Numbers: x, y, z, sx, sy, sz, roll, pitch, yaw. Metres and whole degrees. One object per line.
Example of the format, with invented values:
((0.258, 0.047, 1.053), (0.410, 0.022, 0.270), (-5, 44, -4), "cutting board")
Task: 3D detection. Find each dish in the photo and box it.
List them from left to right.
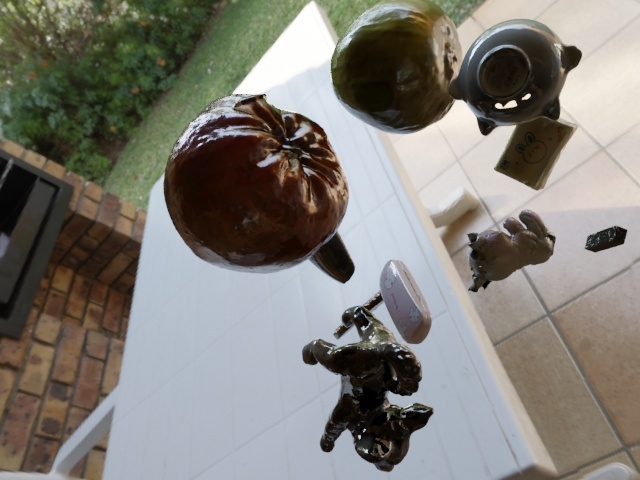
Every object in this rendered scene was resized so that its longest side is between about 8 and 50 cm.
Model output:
((0.365, -0.310, 0.943), (0.236, 0.228, 0.086), (-36, -5, 35), "dish")

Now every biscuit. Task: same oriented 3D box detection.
((0.169, 0.240, 1.741), (0.318, 0.318, 0.040), (-44, 77, 20), "biscuit")

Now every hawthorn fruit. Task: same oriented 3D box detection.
((-0.160, -0.098, 1.067), (0.402, 0.402, 0.403), (-32, 41, 33), "hawthorn fruit")

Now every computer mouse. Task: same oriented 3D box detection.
((-0.005, 0.002, 1.411), (0.116, 0.323, 0.183), (-30, 35, -1), "computer mouse")

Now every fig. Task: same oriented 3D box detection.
((0.177, -0.432, 1.230), (0.343, 0.343, 0.344), (-32, 41, 33), "fig")

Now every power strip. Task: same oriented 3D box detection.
((0.620, -0.002, 1.070), (0.111, 0.029, 0.038), (103, -172, -79), "power strip")

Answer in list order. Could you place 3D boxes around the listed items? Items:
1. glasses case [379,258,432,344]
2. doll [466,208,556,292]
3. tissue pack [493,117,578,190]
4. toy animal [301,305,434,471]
((0.240, 0.170, 1.418), (0.297, 0.075, 0.113), (-110, 37, -52), "glasses case")
((0.383, 0.025, 1.005), (0.191, 0.149, 0.095), (-20, 40, 5), "doll")
((0.600, -0.258, 1.379), (0.148, 0.092, 0.196), (35, 123, 28), "tissue pack")
((0.113, 0.340, 1.032), (0.302, 0.194, 0.345), (6, 111, 56), "toy animal")
